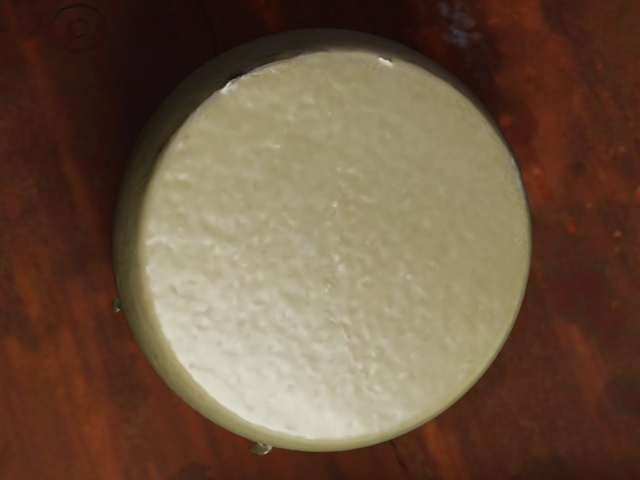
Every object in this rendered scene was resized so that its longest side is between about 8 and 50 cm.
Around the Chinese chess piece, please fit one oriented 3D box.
[{"bbox_3d":[0.000,0.000,1.187,0.273,0.102,0.273,-1,96,-11],"label":"Chinese chess piece"}]
